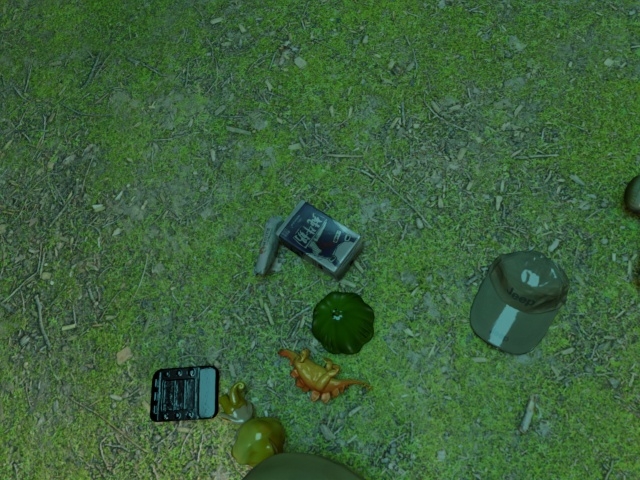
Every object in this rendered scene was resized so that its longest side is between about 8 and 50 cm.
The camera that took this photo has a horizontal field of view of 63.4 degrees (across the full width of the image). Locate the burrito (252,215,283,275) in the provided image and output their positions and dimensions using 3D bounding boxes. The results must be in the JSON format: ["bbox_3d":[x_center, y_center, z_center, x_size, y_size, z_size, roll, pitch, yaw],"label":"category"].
[{"bbox_3d":[-0.155,0.018,1.554,0.064,0.064,0.203,8,69,15],"label":"burrito"}]

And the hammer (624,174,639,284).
[{"bbox_3d":[0.880,-0.018,1.339,0.202,0.113,0.305,15,78,20],"label":"hammer"}]

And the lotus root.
[{"bbox_3d":[0.049,0.206,1.380,0.186,0.186,0.186,-4,68,10],"label":"lotus root"}]

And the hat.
[{"bbox_3d":[0.512,0.155,1.330,0.214,0.149,0.244,23,64,19],"label":"hat"}]

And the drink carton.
[{"bbox_3d":[0.000,0.001,1.510,0.222,0.102,0.134,33,76,19],"label":"drink carton"}]

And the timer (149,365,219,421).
[{"bbox_3d":[-0.377,0.427,1.444,0.188,0.055,0.144,-5,70,5],"label":"timer"}]

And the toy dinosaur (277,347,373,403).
[{"bbox_3d":[-0.002,0.371,1.381,0.288,0.070,0.117,23,86,23],"label":"toy dinosaur"}]

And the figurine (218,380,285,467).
[{"bbox_3d":[-0.177,0.491,1.346,0.156,0.131,0.246,-23,51,-36],"label":"figurine"}]

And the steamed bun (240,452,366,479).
[{"bbox_3d":[0.004,0.658,1.069,0.456,0.371,0.290,44,94,9],"label":"steamed bun"}]
